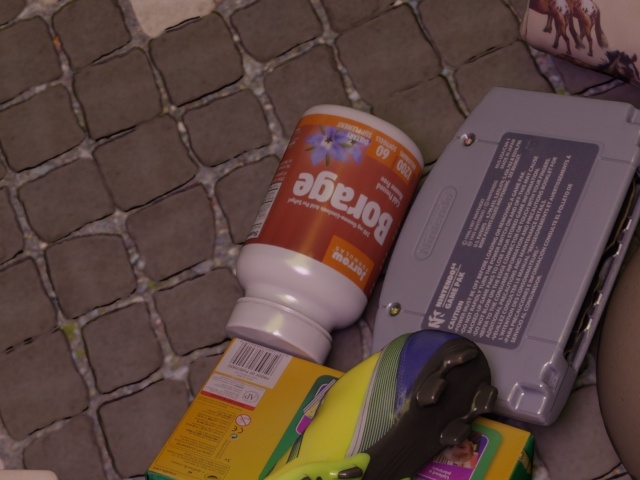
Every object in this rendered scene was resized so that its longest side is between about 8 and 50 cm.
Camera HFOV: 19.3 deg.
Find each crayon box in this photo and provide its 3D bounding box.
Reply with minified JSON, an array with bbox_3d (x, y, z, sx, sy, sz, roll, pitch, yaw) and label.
[{"bbox_3d":[0.017,0.198,1.543,0.278,0.081,0.165,17,46,17],"label":"crayon box"}]

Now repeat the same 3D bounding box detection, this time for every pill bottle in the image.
[{"bbox_3d":[0.000,0.000,1.645,0.121,0.121,0.216,17,71,18],"label":"pill bottle"}]

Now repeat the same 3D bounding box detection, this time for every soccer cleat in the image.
[{"bbox_3d":[0.016,0.171,1.467,0.289,0.093,0.121,-39,25,-28],"label":"soccer cleat"}]

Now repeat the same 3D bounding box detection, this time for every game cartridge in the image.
[{"bbox_3d":[0.162,0.007,1.619,0.196,0.060,0.294,13,69,32],"label":"game cartridge"}]

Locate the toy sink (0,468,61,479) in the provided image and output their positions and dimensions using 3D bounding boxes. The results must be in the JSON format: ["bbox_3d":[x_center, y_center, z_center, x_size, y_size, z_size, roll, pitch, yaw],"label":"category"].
[{"bbox_3d":[-0.311,0.281,1.576,0.234,0.131,0.153,-3,66,15],"label":"toy sink"}]

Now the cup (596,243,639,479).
[{"bbox_3d":[0.379,0.065,1.479,0.331,0.237,0.331,-4,66,9],"label":"cup"}]

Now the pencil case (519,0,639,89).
[{"bbox_3d":[0.375,-0.186,1.596,0.410,0.160,0.184,25,83,32],"label":"pencil case"}]
